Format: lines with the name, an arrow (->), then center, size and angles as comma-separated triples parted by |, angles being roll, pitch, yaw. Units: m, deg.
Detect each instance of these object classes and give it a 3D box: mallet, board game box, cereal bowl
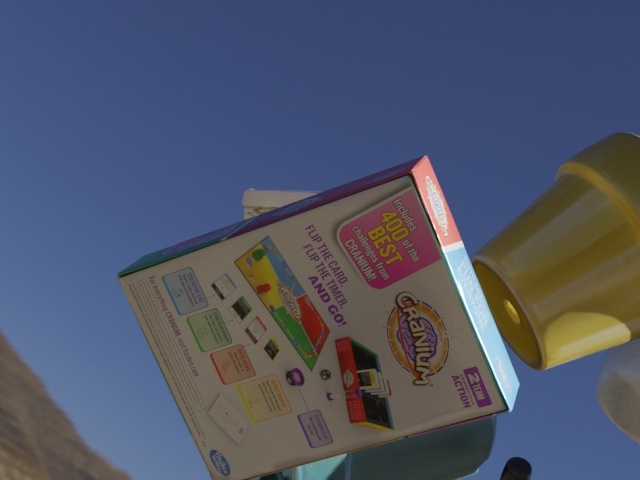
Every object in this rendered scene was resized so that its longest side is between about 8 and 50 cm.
mallet -> 0.250, 0.364, 1.560 | 0.039, 0.189, 0.062 | 13, -56, 5
board game box -> -0.004, 0.085, 1.129 | 0.317, 0.064, 0.242 | -18, -78, 22
cereal bowl -> 0.572, 0.196, 1.688 | 0.339, 0.339, 0.141 | 22, -64, 27

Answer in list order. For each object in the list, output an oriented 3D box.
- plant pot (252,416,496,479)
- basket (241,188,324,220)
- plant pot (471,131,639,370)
plant pot -> 0.047, 0.244, 1.699 | 0.334, 0.341, 0.341 | -7, -7, -23
basket -> 0.000, 0.000, 1.393 | 0.167, 0.103, 0.113 | 2, -7, 18
plant pot -> 0.326, 0.032, 1.460 | 0.254, 0.239, 0.254 | 59, -8, 14
